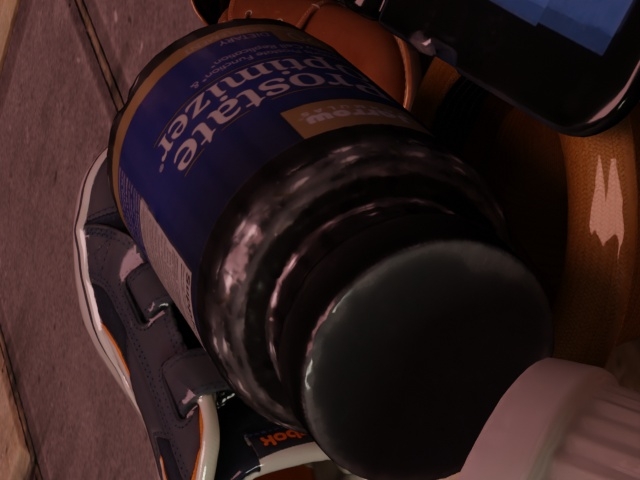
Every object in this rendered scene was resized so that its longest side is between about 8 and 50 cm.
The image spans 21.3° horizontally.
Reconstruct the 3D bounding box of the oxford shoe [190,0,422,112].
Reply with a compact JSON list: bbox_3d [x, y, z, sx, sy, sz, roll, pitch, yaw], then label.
[{"bbox_3d":[-0.013,-0.101,0.925,0.212,0.076,0.076,40,121,55],"label":"oxford shoe"}]

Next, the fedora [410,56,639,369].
[{"bbox_3d":[0.097,-0.010,0.694,0.194,0.079,0.194,-175,90,-67],"label":"fedora"}]

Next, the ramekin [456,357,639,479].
[{"bbox_3d":[0.099,0.150,0.550,0.109,0.207,0.207,14,104,21],"label":"ramekin"}]

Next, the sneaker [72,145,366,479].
[{"bbox_3d":[-0.043,0.076,0.918,0.127,0.126,0.321,-42,62,60],"label":"sneaker"}]

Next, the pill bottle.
[{"bbox_3d":[0.000,0.000,0.661,0.219,0.123,0.122,-133,51,-59],"label":"pill bottle"}]

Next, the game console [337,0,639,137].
[{"bbox_3d":[0.053,-0.226,0.628,0.293,0.250,0.173,-62,6,9],"label":"game console"}]
